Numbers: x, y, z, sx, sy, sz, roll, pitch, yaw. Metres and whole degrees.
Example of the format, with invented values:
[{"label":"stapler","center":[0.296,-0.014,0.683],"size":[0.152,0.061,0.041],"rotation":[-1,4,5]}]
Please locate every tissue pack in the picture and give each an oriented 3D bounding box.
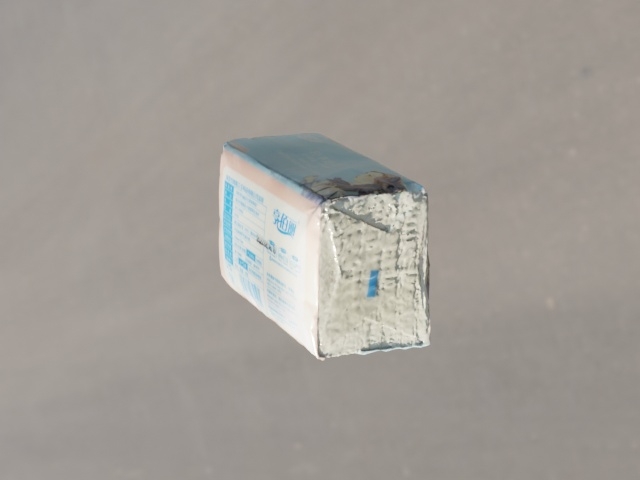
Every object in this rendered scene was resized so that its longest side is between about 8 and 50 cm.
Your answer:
[{"label":"tissue pack","center":[0.000,0.000,0.759],"size":[0.094,0.059,0.074],"rotation":[35,130,57]}]
